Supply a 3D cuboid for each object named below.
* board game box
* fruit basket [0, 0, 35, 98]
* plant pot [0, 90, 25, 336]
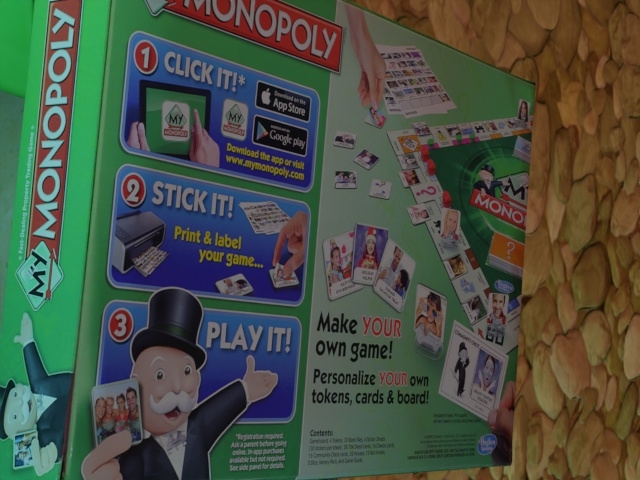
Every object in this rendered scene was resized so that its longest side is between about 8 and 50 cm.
[{"bbox_3d":[0.000,0.000,0.560,0.317,0.046,0.213,11,82,-52],"label":"board game box"},{"bbox_3d":[-0.108,-0.281,0.572,0.283,0.392,0.392,110,6,-61],"label":"fruit basket"},{"bbox_3d":[-0.099,0.000,0.719,0.334,0.305,0.334,-1,92,-52],"label":"plant pot"}]
